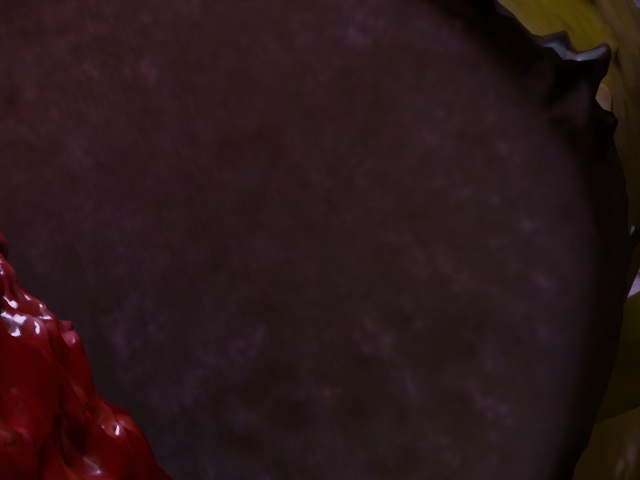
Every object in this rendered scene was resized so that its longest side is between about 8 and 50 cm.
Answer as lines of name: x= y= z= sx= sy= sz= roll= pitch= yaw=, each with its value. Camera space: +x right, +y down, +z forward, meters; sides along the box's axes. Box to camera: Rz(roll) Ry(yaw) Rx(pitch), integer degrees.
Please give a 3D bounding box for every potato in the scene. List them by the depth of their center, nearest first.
potato: x=-0.045 y=0.017 z=0.744 sx=0.290 sy=0.397 sz=0.296 roll=48 pitch=15 yaw=-6

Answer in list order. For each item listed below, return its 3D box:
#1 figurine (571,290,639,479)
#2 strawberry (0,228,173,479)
figurine: x=0.059 y=0.066 z=0.936 sx=0.169 sy=0.218 sz=0.326 roll=-42 pitch=47 yaw=-16
strawberry: x=-0.169 y=0.098 z=0.452 sx=0.291 sy=0.292 sz=0.310 roll=-1 pitch=21 yaw=-32
